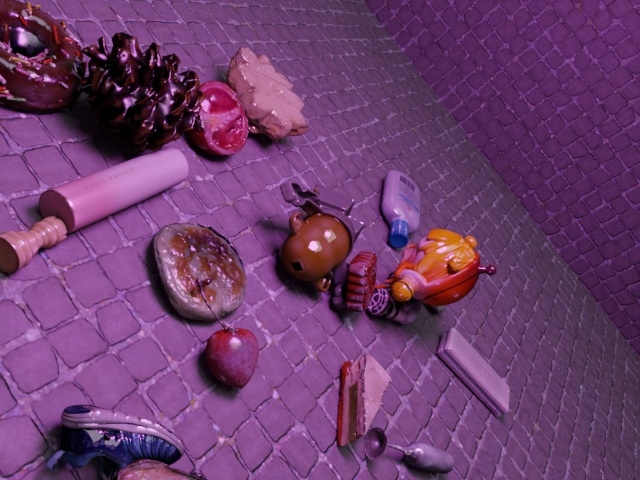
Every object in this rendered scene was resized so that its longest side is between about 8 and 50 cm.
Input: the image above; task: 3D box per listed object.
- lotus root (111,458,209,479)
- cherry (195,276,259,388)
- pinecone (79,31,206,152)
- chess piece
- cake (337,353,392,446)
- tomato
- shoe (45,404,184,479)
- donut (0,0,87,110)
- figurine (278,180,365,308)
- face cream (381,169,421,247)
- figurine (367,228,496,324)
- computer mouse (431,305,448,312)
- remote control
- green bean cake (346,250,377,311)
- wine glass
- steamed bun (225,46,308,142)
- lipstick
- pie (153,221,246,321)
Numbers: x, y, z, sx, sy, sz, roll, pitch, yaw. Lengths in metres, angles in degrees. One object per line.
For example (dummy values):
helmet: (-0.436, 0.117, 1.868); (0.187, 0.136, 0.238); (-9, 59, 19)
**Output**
lotus root: (-0.203, 0.445, 0.856); (0.329, 0.078, 0.167); (45, 56, -29)
cherry: (-0.179, 0.176, 1.097); (0.107, 0.090, 0.226); (-7, 81, -33)
pinecone: (-0.378, -0.306, 1.196); (0.244, 0.243, 0.257); (63, 12, 17)
chess piece: (-0.490, 0.003, 0.957); (0.066, 0.066, 0.122); (49, 29, -3)
cake: (0.079, 0.342, 1.270); (0.117, 0.086, 0.220); (52, 34, 0)
tomato: (-0.277, -0.306, 1.450); (0.173, 0.099, 0.189); (-27, 105, -52)
shoe: (-0.307, 0.319, 0.865); (0.207, 0.091, 0.106); (27, 67, -38)
donut: (-0.604, -0.382, 1.143); (0.269, 0.103, 0.270); (30, 41, -30)
figurine: (0.001, -0.001, 1.427); (0.342, 0.167, 0.285); (46, 34, -8)
face cream: (0.273, -0.102, 1.908); (0.163, 0.080, 0.337); (38, 36, -20)
figurine: (0.298, 0.096, 1.539); (0.196, 0.323, 0.320); (50, 35, 0)
computer mouse: (0.341, 0.155, 1.772); (0.182, 0.056, 0.089); (58, 33, 0)
remote control: (0.461, 0.394, 1.691); (0.277, 0.055, 0.103); (47, 35, -8)
green bean cake: (0.107, 0.104, 1.435); (0.056, 0.136, 0.135); (8, 18, 14)
wine glass: (0.215, 0.495, 1.308); (0.262, 0.074, 0.074); (28, 41, -32)
steamed bun: (-0.173, -0.395, 1.625); (0.295, 0.137, 0.292); (45, 30, -22)
lipstick: (-0.400, -0.109, 1.136); (0.087, 0.087, 0.327); (50, 35, -1)
pie: (-0.253, 0.059, 1.182); (0.240, 0.054, 0.241); (32, 37, -29)
